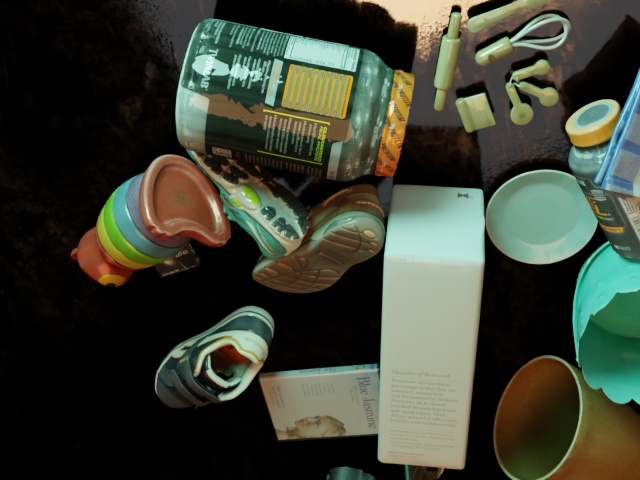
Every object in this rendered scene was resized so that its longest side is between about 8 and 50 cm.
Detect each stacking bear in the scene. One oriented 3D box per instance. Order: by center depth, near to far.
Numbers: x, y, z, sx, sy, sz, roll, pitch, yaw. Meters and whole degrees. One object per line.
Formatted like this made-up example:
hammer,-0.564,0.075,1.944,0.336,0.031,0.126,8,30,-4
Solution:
stacking bear,-0.320,-0.014,1.629,0.175,0.164,0.289,11,147,-45

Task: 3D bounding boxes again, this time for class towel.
towel,0.558,-0.131,1.405,0.285,0.034,0.209,18,97,-25

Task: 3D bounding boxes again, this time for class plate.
plate,0.376,-0.042,1.589,0.188,0.024,0.188,3,123,5

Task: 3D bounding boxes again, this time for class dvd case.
dvd case,0.014,0.332,1.888,0.253,0.022,0.180,-7,122,12

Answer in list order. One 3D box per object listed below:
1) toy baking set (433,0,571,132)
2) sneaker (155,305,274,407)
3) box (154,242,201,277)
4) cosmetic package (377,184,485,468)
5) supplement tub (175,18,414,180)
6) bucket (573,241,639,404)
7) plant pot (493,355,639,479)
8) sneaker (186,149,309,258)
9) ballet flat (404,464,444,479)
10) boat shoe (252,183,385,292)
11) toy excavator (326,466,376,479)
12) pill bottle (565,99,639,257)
toy baking set,0.279,-0.284,1.443,0.196,0.030,0.256,3,124,2
sneaker,-0.223,0.254,1.810,0.126,0.127,0.321,38,122,-18
box,-0.274,0.028,1.729,0.083,0.018,0.067,-17,120,18
cosmetic package,0.189,0.155,1.622,0.161,0.230,0.453,4,123,6
supplement tub,-0.037,-0.208,1.427,0.338,0.207,0.207,12,124,0
bucket,0.564,0.127,1.579,0.281,0.183,0.281,3,123,5
plant pot,0.498,0.363,1.739,0.254,0.237,0.237,20,125,-22
sneaker,-0.140,-0.081,1.552,0.275,0.107,0.110,51,138,6
ballet flat,0.199,0.410,1.879,0.096,0.095,0.280,-13,131,5
boat shoe,0.000,0.000,1.619,0.123,0.116,0.324,30,143,-30
toy excavator,0.195,0.647,1.921,0.445,0.222,0.433,26,138,-18
pill bottle,0.476,-0.101,1.472,0.130,0.130,0.246,-24,116,22
